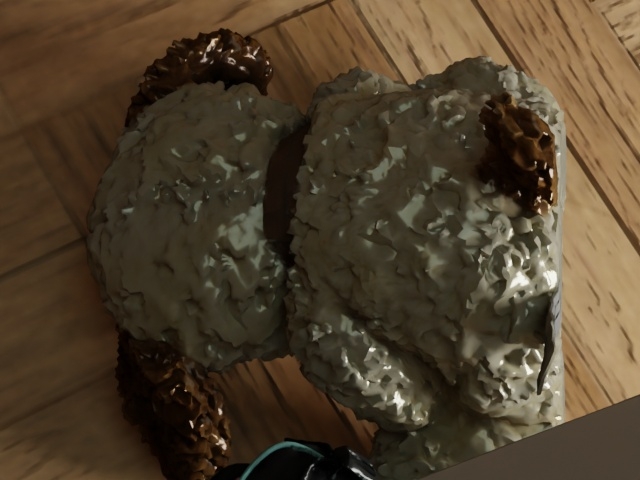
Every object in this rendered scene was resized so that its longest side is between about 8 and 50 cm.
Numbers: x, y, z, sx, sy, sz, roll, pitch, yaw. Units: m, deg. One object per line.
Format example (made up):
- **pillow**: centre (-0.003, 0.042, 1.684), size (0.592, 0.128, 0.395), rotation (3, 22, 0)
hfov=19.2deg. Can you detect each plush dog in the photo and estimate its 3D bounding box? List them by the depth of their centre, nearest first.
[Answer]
- **plush dog**: centre (0.000, 0.000, 0.888), size (0.225, 0.210, 0.262), rotation (0, 66, 9)

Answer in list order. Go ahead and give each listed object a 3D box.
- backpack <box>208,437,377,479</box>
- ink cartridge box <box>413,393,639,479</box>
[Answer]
- **backpack**: centre (-0.012, 0.201, 0.804), size (0.166, 0.144, 0.188), rotation (31, 62, -10)
- **ink cartridge box**: centre (0.076, 0.288, 0.682), size (0.279, 0.160, 0.384), rotation (-18, 110, -22)
